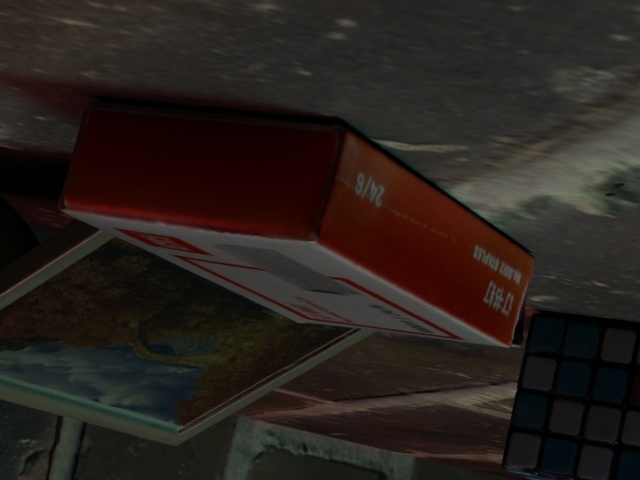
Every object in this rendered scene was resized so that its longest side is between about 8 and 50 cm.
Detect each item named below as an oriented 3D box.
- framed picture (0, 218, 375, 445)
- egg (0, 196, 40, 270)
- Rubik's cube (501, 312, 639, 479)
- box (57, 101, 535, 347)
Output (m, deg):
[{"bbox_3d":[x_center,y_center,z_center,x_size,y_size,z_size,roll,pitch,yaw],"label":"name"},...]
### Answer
[{"bbox_3d":[-0.082,0.045,0.968,0.184,0.016,0.250,-31,151,20],"label":"framed picture"},{"bbox_3d":[-0.216,0.015,0.969,0.152,0.114,0.114,14,171,-23],"label":"egg"},{"bbox_3d":[0.169,0.099,1.028,0.092,0.092,0.092,7,169,34],"label":"Rubik's cube"},{"bbox_3d":[0.000,0.000,0.788,0.123,0.050,0.229,8,170,27],"label":"box"}]
